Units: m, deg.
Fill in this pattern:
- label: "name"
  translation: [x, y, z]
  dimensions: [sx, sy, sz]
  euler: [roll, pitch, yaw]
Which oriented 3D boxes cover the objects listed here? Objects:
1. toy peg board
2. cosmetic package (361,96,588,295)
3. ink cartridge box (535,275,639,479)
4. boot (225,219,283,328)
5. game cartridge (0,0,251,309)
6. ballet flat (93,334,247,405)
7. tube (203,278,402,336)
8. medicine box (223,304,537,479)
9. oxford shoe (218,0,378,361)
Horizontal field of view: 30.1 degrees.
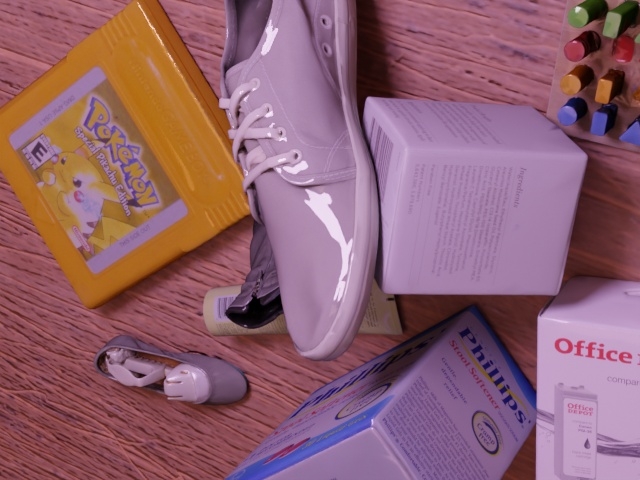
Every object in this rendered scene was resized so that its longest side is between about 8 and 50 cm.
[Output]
- label: "toy peg board"
  translation: [0.294, -0.157, 1.129]
  dimensions: [0.161, 0.079, 0.161]
  euler: [17, 115, 23]
- label: "cosmetic package"
  translation: [0.138, -0.045, 1.167]
  dimensions: [0.183, 0.151, 0.151]
  euler: [2, 115, -13]
- label: "ink cartridge box"
  translation: [0.331, 0.196, 1.217]
  dimensions: [0.207, 0.117, 0.283]
  euler: [6, 111, 27]
- label: "boot"
  translation: [0.000, 0.000, 1.292]
  dimensions: [0.083, 0.161, 0.246]
  euler: [36, 131, -23]
- label: "game cartridge"
  translation: [-0.249, -0.098, 1.466]
  dimensions: [0.323, 0.052, 0.285]
  euler: [-30, 93, 35]
- label: "ballet flat"
  translation: [-0.198, 0.177, 1.530]
  dimensions: [0.213, 0.068, 0.072]
  euler: [13, 114, 24]
- label: "tube"
  translation: [-0.022, 0.078, 1.408]
  dimensions: [0.240, 0.062, 0.070]
  euler: [-7, 149, 25]
- label: "medicine box"
  translation: [0.060, 0.232, 1.277]
  dimensions: [0.263, 0.289, 0.149]
  euler: [-33, 93, 34]
- label: "oxford shoe"
  translation: [-0.034, -0.099, 1.179]
  dimensions: [0.169, 0.130, 0.449]
  euler: [-31, 58, 53]
